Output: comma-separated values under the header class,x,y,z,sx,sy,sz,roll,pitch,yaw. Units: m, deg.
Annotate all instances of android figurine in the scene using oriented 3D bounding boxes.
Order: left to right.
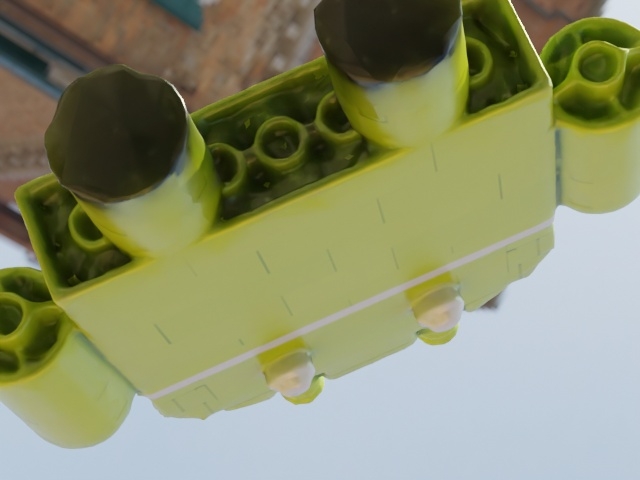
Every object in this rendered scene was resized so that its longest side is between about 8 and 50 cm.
class,x,y,z,sx,sy,sz,roll,pitch,yaw
android figurine,0.000,0.000,0.594,0.248,0.273,0.056,-23,-112,-2
